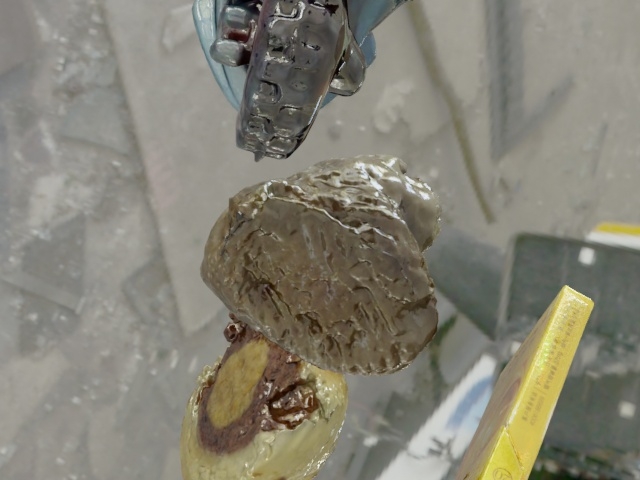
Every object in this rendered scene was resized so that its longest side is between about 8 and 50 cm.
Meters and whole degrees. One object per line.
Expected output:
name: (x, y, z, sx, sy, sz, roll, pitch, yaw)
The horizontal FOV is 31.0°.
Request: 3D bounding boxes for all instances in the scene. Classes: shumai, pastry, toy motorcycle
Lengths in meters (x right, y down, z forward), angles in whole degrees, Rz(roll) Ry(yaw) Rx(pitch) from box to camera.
shumai: (0.000, 0.003, 1.021, 0.218, 0.185, 0.184, 19, 123, -17)
pastry: (-0.057, 0.216, 1.443, 0.170, 0.256, 0.236, 24, 107, -31)
toy motorcycle: (0.001, -0.243, 0.736, 0.232, 0.172, 0.416, 145, -43, -81)

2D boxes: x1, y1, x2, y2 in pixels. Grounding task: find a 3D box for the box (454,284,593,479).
box: (0.172, 0.173, 1.056, 0.269, 0.043, 0.152, -55, 172, -46)
